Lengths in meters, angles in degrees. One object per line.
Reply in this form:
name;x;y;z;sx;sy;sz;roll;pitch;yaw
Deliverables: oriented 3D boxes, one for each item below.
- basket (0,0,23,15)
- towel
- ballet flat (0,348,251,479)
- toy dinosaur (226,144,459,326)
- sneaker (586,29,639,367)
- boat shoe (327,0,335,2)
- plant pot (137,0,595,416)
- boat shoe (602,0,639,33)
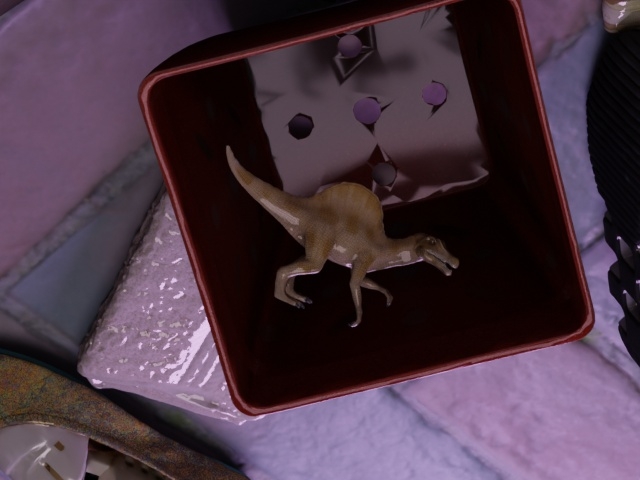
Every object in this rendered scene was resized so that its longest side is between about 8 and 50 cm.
basket;-0.223;-0.256;1.342;0.227;0.154;0.204;-37;121;26
towel;-0.081;0.041;1.647;0.187;0.049;0.282;17;125;-18
ballet flat;-0.198;0.209;1.723;0.348;0.123;0.123;31;120;-25
toy dinosaur;0.000;0.000;1.314;0.183;0.053;0.092;22;94;-15
sneaker;0.309;-0.046;1.581;0.146;0.122;0.330;-19;131;-7
boat shoe;0.053;-0.278;1.390;0.084;0.079;0.233;23;120;-19
plant pot;0.037;-0.062;1.433;0.267;0.236;0.267;-14;110;6
boat shoe;0.296;-0.190;1.495;0.153;0.056;0.048;-7;138;3
